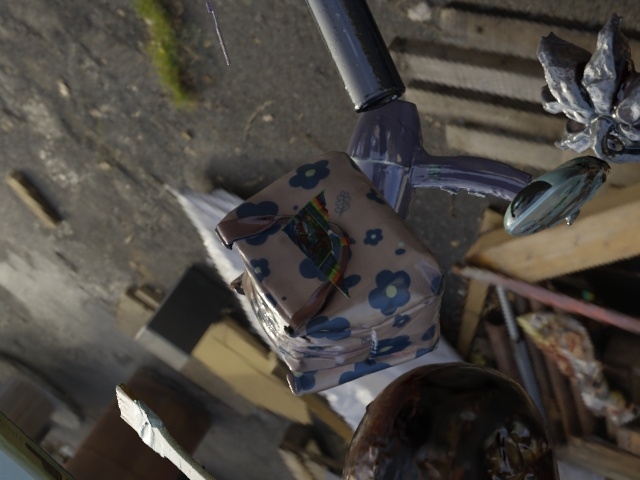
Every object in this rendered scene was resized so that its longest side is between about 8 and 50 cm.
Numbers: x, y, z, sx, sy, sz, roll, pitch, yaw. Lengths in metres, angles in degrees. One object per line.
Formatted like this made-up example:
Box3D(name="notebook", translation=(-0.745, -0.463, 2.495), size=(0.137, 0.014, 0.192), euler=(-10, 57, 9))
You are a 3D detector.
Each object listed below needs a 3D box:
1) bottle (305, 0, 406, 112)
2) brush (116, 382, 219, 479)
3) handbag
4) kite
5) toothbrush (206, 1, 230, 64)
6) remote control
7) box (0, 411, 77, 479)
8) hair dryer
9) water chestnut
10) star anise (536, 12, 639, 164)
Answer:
Box3D(name="bottle", translation=(0.026, -0.283, 1.232), size=(0.072, 0.082, 0.244), euler=(-31, 80, 56))
Box3D(name="brush", translation=(-0.216, 0.332, 1.490), size=(0.336, 0.020, 0.085), euler=(32, 134, 38))
Box3D(name="handbag", translation=(0.005, 0.043, 1.141), size=(0.251, 0.193, 0.190), euler=(52, 156, 36))
Box3D(name="kite", translation=(0.000, 0.000, 0.901), size=(0.090, 0.122, 0.004), euler=(7, 145, -40))
Box3D(name="toothbrush", translation=(-0.147, -0.299, 1.406), size=(0.006, 0.008, 0.097), euler=(-23, 86, 66))
Box3D(name="remote control", translation=(0.228, -0.047, 0.935), size=(0.097, 0.256, 0.045), euler=(-45, 78, 19))
Box3D(name="box", translation=(-0.446, 0.280, 1.170), size=(0.270, 0.210, 0.045), euler=(58, -173, -42))
Box3D(name="hair dryer", translation=(0.194, -0.047, 1.418), size=(0.361, 0.301, 0.121), euler=(8, -178, 28))
Box3D(name="water chestnut", translation=(0.177, 0.341, 1.423), size=(0.302, 0.350, 0.350), euler=(-5, 133, 53))
Box3D(name="star anise", translation=(0.470, -0.214, 1.510), size=(0.316, 0.139, 0.359), euler=(33, 152, -4))
